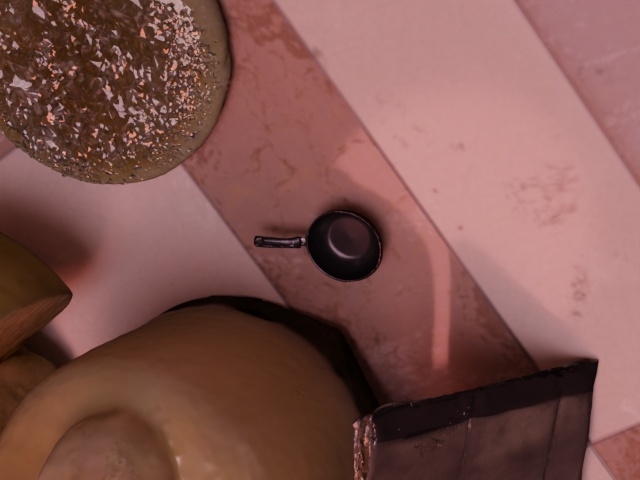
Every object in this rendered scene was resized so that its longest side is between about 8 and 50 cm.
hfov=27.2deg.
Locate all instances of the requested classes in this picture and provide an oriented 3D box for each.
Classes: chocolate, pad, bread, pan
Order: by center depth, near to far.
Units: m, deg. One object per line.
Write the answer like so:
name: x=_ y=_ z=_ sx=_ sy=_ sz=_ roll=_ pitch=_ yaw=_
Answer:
pad: x=0.130 y=0.196 z=1.104 sx=0.233 sy=0.022 sz=0.174 roll=-9 pitch=115 yaw=-26
bread: x=-0.203 y=-0.165 z=1.124 sx=0.267 sy=0.040 sz=0.267 roll=9 pitch=119 yaw=16
chocolate: x=-0.122 y=0.236 z=1.128 sx=0.314 sy=0.297 sz=0.326 roll=-24 pitch=96 yaw=27
pan: x=0.000 y=0.000 z=1.142 sx=0.115 sy=0.023 sz=0.068 roll=5 pitch=118 yaw=15

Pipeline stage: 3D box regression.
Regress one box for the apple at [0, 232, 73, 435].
apple: x=-0.365 y=0.125 z=1.198 sx=0.233 sy=0.258 sz=0.295 roll=30 pitch=136 yaw=32
